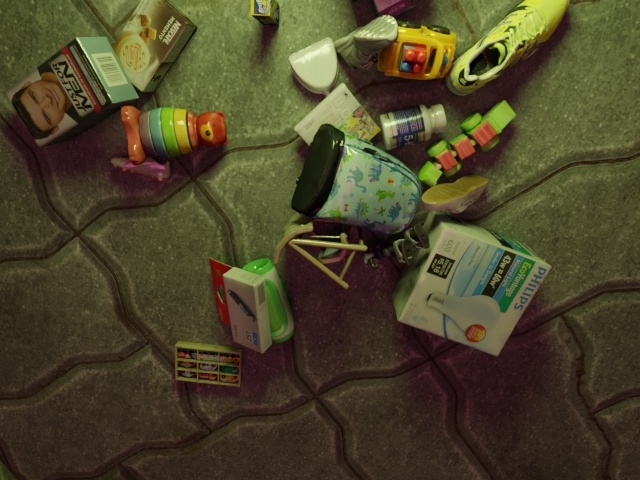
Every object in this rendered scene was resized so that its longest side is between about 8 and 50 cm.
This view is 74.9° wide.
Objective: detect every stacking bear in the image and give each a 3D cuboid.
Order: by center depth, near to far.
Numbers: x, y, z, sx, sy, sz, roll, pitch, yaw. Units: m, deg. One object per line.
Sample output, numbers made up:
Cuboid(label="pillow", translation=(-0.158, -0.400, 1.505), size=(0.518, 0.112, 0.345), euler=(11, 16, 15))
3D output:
Cuboid(label="stacking bear", translation=(-0.438, -0.340, 1.308), size=(0.288, 0.164, 0.176), euler=(-6, 109, -6))

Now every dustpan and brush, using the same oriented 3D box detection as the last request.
Cuboid(label="dustpan and brush", translation=(0.007, -0.487, 1.288), size=(0.147, 0.060, 0.211), euler=(-24, 101, 1))

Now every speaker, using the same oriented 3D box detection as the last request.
Cuboid(label="speaker", translation=(-0.186, 0.220, 1.515), size=(0.131, 0.131, 0.297), euler=(-14, 109, 8))

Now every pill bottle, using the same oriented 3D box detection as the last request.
Cuboid(label="pill bottle", translation=(0.283, -0.354, 1.284), size=(0.186, 0.112, 0.112), euler=(-13, 109, 8))

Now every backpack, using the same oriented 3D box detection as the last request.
Cuboid(label="backpack", translation=(0.135, -0.160, 1.294), size=(0.355, 0.273, 0.290), euler=(15, 105, -34))

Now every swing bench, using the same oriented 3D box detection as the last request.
Cuboid(label="swing bench", translation=(0.000, 0.000, 1.356), size=(0.254, 0.253, 0.165), euler=(22, 110, -6))

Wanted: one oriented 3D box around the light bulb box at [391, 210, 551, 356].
Cuboid(label="light bulb box", translation=(0.478, 0.136, 1.394), size=(0.360, 0.225, 0.358), euler=(19, 110, -3))

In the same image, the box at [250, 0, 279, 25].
Cuboid(label="box", translation=(-0.152, -0.646, 1.170), size=(0.054, 0.169, 0.059), euler=(5, 110, 2))

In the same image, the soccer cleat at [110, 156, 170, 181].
Cuboid(label="soccer cleat", translation=(-0.598, -0.255, 1.400), size=(0.196, 0.068, 0.076), euler=(15, 95, -4))

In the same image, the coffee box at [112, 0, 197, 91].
Cuboid(label="coffee box", translation=(-0.502, -0.589, 1.248), size=(0.141, 0.098, 0.246), euler=(41, 108, -11))

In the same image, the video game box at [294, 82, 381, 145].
Cuboid(label="video game box", translation=(0.053, -0.352, 1.315), size=(0.205, 0.048, 0.187), euler=(-38, 115, 15))

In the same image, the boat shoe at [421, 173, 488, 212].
Cuboid(label="boat shoe", translation=(0.423, -0.127, 1.311), size=(0.277, 0.098, 0.096), euler=(-19, 130, -30))

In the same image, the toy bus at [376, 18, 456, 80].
Cuboid(label="toy bus", translation=(0.278, -0.512, 1.160), size=(0.220, 0.211, 0.150), euler=(6, 124, -5))

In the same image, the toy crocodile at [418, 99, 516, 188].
Cuboid(label="toy crocodile", translation=(0.449, -0.296, 1.300), size=(0.340, 0.105, 0.115), euler=(-37, 104, 14))

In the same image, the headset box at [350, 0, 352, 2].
Cuboid(label="headset box", translation=(0.149, -0.787, 1.057), size=(0.246, 0.131, 0.283), euler=(-19, 108, 10))

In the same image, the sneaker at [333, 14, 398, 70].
Cuboid(label="sneaker", translation=(0.141, -0.534, 1.156), size=(0.105, 0.281, 0.115), euler=(-36, 116, -6))

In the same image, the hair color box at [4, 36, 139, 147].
Cuboid(label="hair color box", translation=(-0.749, -0.436, 1.256), size=(0.374, 0.113, 0.185), euler=(-15, 109, 28))

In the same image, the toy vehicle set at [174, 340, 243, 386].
Cuboid(label="toy vehicle set", translation=(-0.447, 0.496, 1.678), size=(0.266, 0.035, 0.166), euler=(6, 110, 1))

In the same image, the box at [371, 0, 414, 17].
Cuboid(label="box", translation=(0.169, -0.751, 1.172), size=(0.100, 0.060, 0.244), euler=(-23, 107, 11))

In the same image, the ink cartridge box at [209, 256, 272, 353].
Cuboid(label="ink cartridge box", translation=(-0.300, 0.229, 1.474), size=(0.261, 0.066, 0.296), euler=(15, 123, 28))

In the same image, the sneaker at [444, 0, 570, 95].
Cuboid(label="sneaker", translation=(0.539, -0.553, 1.179), size=(0.384, 0.147, 0.145), euler=(-42, 101, 15))

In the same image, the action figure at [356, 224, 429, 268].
Cuboid(label="action figure", translation=(0.231, 0.033, 1.361), size=(0.185, 0.285, 0.099), euler=(-26, 91, -21))
